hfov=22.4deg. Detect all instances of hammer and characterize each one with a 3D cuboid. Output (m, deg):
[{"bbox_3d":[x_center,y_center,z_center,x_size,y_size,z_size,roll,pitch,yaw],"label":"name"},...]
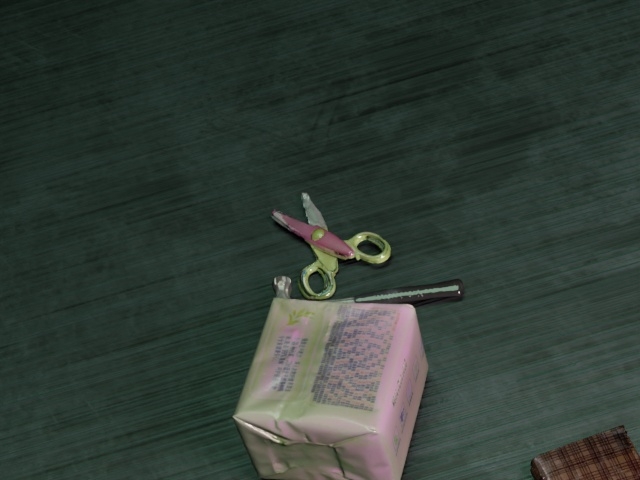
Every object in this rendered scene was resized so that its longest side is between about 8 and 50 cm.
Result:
[{"bbox_3d":[0.061,0.081,2.067,0.246,0.029,0.103,-6,52,4],"label":"hammer"}]

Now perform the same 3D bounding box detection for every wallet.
[{"bbox_3d":[0.324,0.306,1.753,0.124,0.042,0.230,-21,41,-3],"label":"wallet"}]

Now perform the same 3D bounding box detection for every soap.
[{"bbox_3d":[0.017,0.178,1.899,0.182,0.138,0.199,2,46,19],"label":"soap"}]

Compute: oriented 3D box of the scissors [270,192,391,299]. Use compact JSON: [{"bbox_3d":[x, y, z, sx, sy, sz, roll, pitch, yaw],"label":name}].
[{"bbox_3d":[0.000,0.000,2.176,0.133,0.020,0.187,-31,46,-11],"label":"scissors"}]
